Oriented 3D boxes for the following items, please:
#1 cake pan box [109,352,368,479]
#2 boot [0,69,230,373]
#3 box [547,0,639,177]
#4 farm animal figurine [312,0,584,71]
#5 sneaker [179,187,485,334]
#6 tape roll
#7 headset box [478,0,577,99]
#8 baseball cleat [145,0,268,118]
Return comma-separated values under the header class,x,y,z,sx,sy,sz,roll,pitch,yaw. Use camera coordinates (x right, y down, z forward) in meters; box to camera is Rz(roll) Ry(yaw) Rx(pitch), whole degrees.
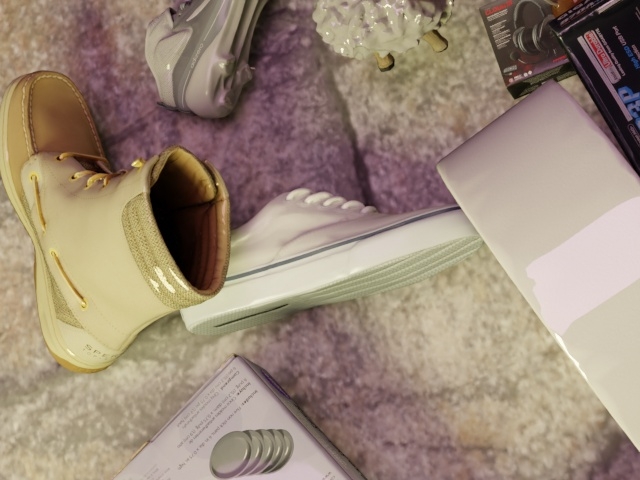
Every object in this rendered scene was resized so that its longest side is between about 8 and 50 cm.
class,x,y,z,sx,sy,sz,roll,pitch,yaw
cake pan box,-0.068,0.262,1.167,0.267,0.070,0.246,-47,63,1
boot,-0.166,-0.046,1.261,0.203,0.095,0.262,-31,66,47
box,0.293,-0.105,1.120,0.175,0.051,0.220,-32,102,9
farm animal figurine,0.149,-0.310,1.208,0.327,0.172,0.330,-6,63,23
sneaker,0.000,0.000,1.237,0.258,0.094,0.091,-15,74,17
tape roll,0.198,0.032,1.052,0.100,0.286,0.286,-37,66,7
headset box,0.167,-0.164,1.257,0.062,0.032,0.083,-21,70,14
baseball cleat,-0.091,-0.206,1.345,0.109,0.072,0.206,12,75,30
